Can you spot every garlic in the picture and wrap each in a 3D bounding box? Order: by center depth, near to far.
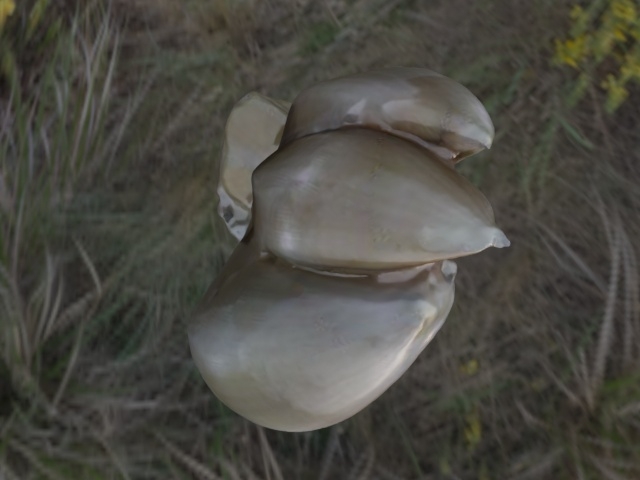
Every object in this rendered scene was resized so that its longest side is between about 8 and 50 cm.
[{"bbox_3d":[0.001,0.000,1.208,0.132,0.325,0.279,19,95,-20],"label":"garlic"}]
